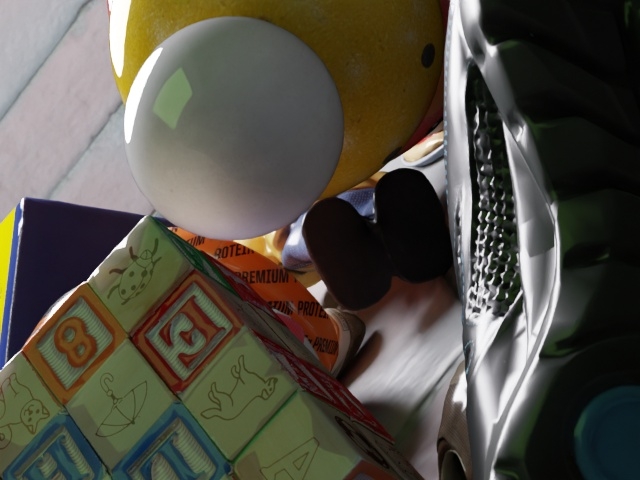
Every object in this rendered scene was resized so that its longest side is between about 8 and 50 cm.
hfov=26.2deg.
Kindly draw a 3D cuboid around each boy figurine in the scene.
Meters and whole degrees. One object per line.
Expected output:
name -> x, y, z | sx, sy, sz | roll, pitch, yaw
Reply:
boy figurine -> 0.000, 0.000, 1.065 | 0.177, 0.092, 0.285 | -23, 4, -14

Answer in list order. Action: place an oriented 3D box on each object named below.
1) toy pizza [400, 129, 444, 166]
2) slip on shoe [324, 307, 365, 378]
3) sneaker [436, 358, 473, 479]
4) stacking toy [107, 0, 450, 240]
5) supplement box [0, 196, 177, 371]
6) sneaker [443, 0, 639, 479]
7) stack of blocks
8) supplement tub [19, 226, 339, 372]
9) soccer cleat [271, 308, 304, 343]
toy pizza -> 0.128, -0.150, 1.191 | 0.201, 0.032, 0.201 | -50, 13, 15
slip on shoe -> -0.016, 0.104, 1.008 | 0.041, 0.051, 0.135 | 2, -53, -54
sneaker -> 0.103, 0.089, 0.592 | 0.188, 0.066, 0.071 | 152, 136, -74
stacking toy -> -0.026, -0.129, 0.883 | 0.350, 0.350, 0.480 | -47, 13, 28
supplement box -> -0.218, 0.107, 1.232 | 0.356, 0.194, 0.195 | 152, 124, -64
sneaker -> 0.106, 0.033, 0.450 | 0.140, 0.125, 0.341 | 90, 180, -67
stack of blocks -> -0.110, 0.158, 0.605 | 0.297, 0.087, 0.171 | -47, 53, 3
supplement tub -> -0.129, 0.168, 0.848 | 0.207, 0.207, 0.338 | -35, 22, 56
soccer cleat -> -0.070, 0.182, 0.678 | 0.116, 0.108, 0.318 | -34, 41, 55
